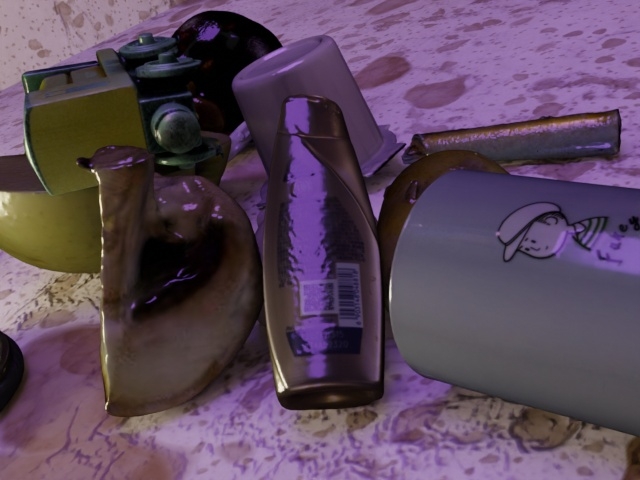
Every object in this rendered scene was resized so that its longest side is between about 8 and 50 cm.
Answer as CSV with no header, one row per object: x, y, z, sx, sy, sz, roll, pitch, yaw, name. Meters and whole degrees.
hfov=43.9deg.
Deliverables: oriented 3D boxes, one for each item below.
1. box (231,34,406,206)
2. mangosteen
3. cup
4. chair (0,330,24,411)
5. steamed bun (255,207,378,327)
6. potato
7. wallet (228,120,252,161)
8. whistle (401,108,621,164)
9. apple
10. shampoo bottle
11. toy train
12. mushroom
-0.018,-0.216,1.306,0.262,0.206,0.291,-20,25,10,box
-0.203,-0.300,1.536,0.287,0.288,0.233,-26,51,-14,mangosteen
0.237,0.051,0.671,0.312,0.206,0.205,9,38,42,cup
-0.586,0.064,0.940,0.364,0.410,0.361,-35,32,-28,chair
-0.010,0.010,0.987,0.177,0.131,0.228,-8,31,22,steamed bun
0.130,-0.035,0.930,0.160,0.111,0.272,-44,5,39,potato
-0.182,-0.137,1.385,0.190,0.033,0.095,-37,14,38,wallet
0.275,-0.146,1.176,0.326,0.057,0.068,-2,31,30,whistle
-0.333,-0.097,1.220,0.360,0.312,0.320,5,67,14,apple
0.000,0.000,0.852,0.125,0.084,0.350,-6,63,2,shampoo bottle
-0.293,-0.190,1.139,0.253,0.160,0.397,-15,25,-14,toy train
-0.179,0.022,0.932,0.211,0.292,0.217,-11,16,-7,mushroom
